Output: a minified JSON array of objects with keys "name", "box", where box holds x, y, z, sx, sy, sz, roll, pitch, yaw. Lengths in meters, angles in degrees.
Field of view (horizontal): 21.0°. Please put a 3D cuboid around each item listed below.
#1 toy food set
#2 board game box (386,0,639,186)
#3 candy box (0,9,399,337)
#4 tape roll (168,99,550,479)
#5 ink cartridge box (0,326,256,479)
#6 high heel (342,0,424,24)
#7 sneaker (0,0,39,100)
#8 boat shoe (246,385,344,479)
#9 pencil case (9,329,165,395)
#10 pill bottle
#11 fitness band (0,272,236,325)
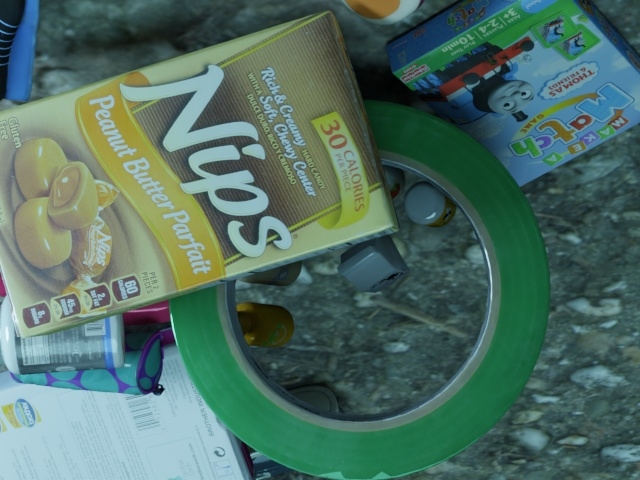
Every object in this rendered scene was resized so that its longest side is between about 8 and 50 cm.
[{"name":"toy food set","box":[0.000,0.000,1.549,0.232,0.111,0.104,-33,163,20]},{"name":"board game box","box":[0.182,-0.141,1.487,0.160,0.039,0.211,-29,140,24]},{"name":"candy box","box":[-0.112,-0.051,1.405,0.316,0.183,0.087,-17,178,6]},{"name":"tape roll","box":[0.033,0.042,1.477,0.321,0.321,0.077,-11,179,3]},{"name":"ink cartridge box","box":[-0.241,0.208,1.775,0.311,0.065,0.186,-16,111,5]},{"name":"high heel","box":[0.070,-0.257,1.311,0.082,0.117,0.244,27,158,7]},{"name":"sneaker","box":[-0.263,-0.181,1.305,0.090,0.081,0.232,-6,145,-16]},{"name":"boat shoe","box":[-0.094,0.230,1.879,0.254,0.095,0.079,-20,131,0]},{"name":"pencil case","box":[-0.226,0.114,1.679,0.152,0.070,0.064,4,105,20]},{"name":"pill bottle","box":[-0.250,0.083,1.582,0.137,0.078,0.078,-3,143,-4]},{"name":"fitness band","box":[-0.208,-0.008,1.576,0.291,0.054,0.209,21,137,-32]}]
